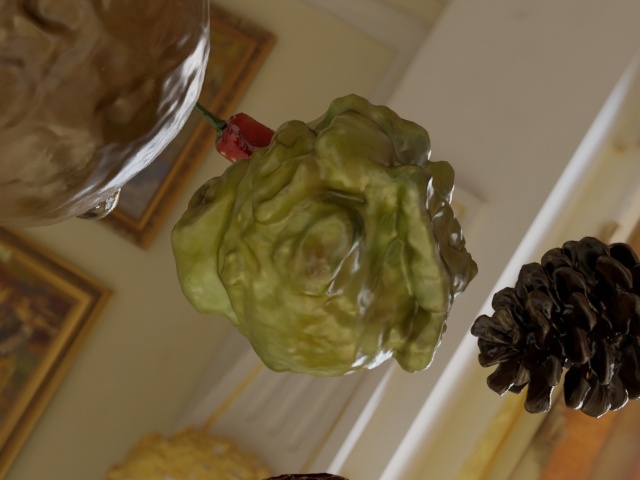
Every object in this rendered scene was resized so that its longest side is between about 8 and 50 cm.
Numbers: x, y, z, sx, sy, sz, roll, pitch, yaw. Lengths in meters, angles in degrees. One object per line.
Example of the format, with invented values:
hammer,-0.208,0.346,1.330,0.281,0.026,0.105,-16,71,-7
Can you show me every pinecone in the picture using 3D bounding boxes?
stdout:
pinecone,0.340,0.122,1.732,0.309,0.244,0.244,-21,-148,-28

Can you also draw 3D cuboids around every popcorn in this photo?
popcorn,0.018,-0.004,1.387,0.312,0.312,0.312,31,180,0

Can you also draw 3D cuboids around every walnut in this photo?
walnut,-0.305,-0.208,1.375,0.354,0.398,0.308,35,176,19

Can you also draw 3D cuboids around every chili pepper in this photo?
chili pepper,-0.043,-0.147,2.112,0.368,0.137,0.092,15,-140,19

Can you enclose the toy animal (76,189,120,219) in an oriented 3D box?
toy animal,-0.381,-0.111,1.795,0.233,0.168,0.121,0,158,-38

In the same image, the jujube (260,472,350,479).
jujube,-0.038,0.296,1.368,0.176,0.109,0.112,-6,160,-7
